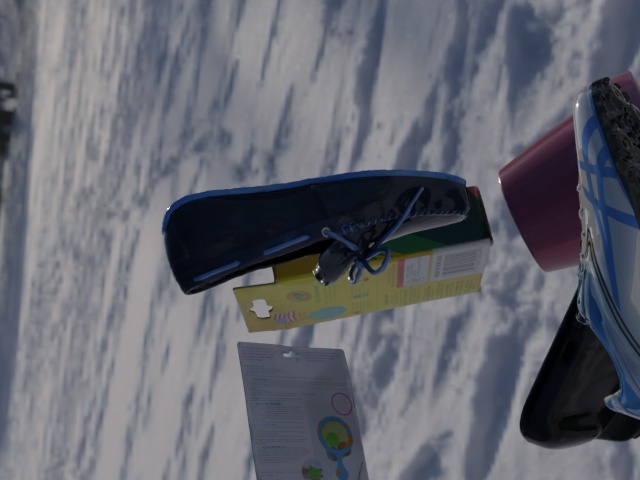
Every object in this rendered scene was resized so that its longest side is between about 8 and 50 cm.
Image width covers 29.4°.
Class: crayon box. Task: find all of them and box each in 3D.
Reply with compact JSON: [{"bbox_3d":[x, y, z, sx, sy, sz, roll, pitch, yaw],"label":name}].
[{"bbox_3d":[0.048,0.030,1.551,0.202,0.319,0.081,85,174,-69],"label":"crayon box"}]

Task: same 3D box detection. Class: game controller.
[{"bbox_3d":[0.272,0.042,1.012,0.067,0.166,0.319,50,129,47],"label":"game controller"}]

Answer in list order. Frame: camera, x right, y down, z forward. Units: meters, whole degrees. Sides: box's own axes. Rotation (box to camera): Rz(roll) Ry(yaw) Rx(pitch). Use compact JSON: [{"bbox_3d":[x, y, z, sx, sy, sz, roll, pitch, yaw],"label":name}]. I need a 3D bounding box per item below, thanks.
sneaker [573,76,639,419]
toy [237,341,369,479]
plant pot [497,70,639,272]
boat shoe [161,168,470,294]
[{"bbox_3d":[0.203,0.008,0.830,0.086,0.085,0.237,-13,89,37],"label":"sneaker"},{"bbox_3d":[-0.022,0.230,1.320,0.056,0.137,0.237,-49,44,44],"label":"toy"},{"bbox_3d":[0.304,-0.059,1.344,0.201,0.180,0.201,54,-160,-29],"label":"plant pot"},{"bbox_3d":[0.000,0.000,1.025,0.109,0.258,0.089,82,179,-75],"label":"boat shoe"}]
